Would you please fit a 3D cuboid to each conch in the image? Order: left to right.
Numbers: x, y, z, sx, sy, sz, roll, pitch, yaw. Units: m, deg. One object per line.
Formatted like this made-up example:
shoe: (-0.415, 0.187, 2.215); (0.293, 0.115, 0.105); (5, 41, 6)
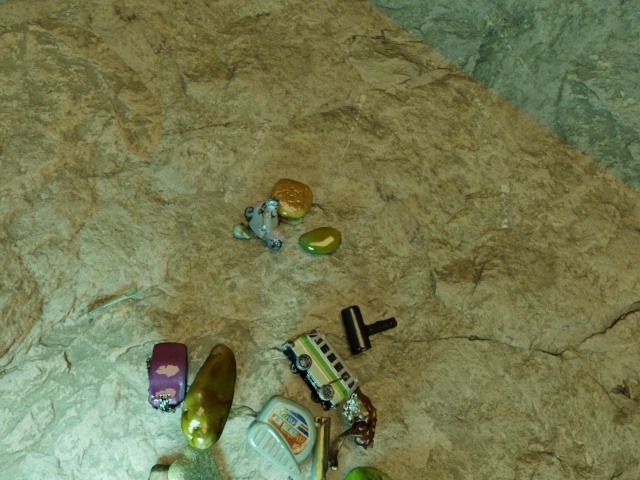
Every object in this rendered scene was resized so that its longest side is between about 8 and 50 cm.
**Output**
conch: (-0.347, -0.039, 2.015); (0.085, 0.056, 0.076); (52, 40, -10)

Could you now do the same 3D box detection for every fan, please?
fan: (-0.814, 0.238, 1.796); (0.193, 0.016, 0.038); (-27, 74, -24)

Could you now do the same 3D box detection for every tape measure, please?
tape measure: (-0.552, 0.491, 1.644); (0.149, 0.231, 0.245); (3, 63, -14)
tape measure: (-0.137, 0.723, 1.714); (0.243, 0.125, 0.246); (40, 66, -4)

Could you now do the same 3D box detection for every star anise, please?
star anise: (0.127, 0.718, 1.753); (0.346, 0.148, 0.237); (-55, 132, -39)

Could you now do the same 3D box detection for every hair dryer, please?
hair dryer: (0.222, 0.374, 1.991); (0.251, 0.089, 0.197); (-7, 67, -27)

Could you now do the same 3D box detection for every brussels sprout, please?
brussels sprout: (0.181, 0.941, 1.694); (0.223, 0.161, 0.223); (13, 42, -12)

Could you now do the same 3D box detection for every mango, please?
mango: (0.000, 0.000, 2.071); (0.194, 0.092, 0.130); (3, 69, -9)

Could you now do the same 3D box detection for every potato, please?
potato: (-0.400, 0.563, 1.674); (0.195, 0.176, 0.369); (32, 51, -26)

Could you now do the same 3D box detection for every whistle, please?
whistle: (-0.002, 0.839, 1.737); (0.067, 0.057, 0.327); (9, 66, -11)

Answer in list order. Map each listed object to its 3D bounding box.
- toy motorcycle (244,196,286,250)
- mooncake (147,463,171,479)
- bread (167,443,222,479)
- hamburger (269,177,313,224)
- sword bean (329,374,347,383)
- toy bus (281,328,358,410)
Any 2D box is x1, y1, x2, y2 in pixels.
toy motorcycle: (-0.223, -0.093, 1.985); (0.239, 0.204, 0.108); (40, 34, 3)
mooncake: (-0.534, 0.843, 1.584); (0.125, 0.073, 0.130); (12, 61, -14)
bread: (-0.425, 0.854, 1.571); (0.207, 0.056, 0.287); (-18, 77, -53)
hamburger: (-0.136, -0.179, 2.106); (0.213, 0.108, 0.214); (7, 61, -12)
sword bean: (0.068, 0.533, 1.755); (0.083, 0.012, 0.012); (-15, 72, -28)
toy bus: (-0.002, 0.502, 1.832); (0.179, 0.143, 0.305); (-34, 79, -27)
